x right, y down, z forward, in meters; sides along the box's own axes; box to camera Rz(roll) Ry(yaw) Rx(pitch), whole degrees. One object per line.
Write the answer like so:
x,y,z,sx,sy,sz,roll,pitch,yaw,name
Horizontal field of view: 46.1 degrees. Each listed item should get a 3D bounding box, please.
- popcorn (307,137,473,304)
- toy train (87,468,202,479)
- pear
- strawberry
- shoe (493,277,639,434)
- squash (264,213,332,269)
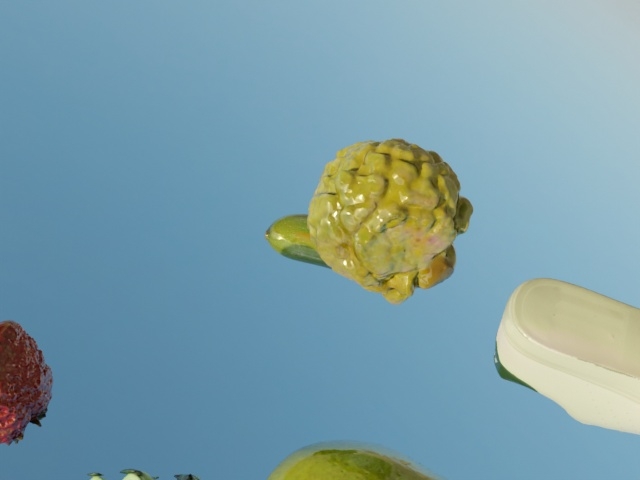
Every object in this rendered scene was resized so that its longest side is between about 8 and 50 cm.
0.098,-0.038,1.121,0.259,0.259,0.212,17,-142,-30,popcorn
-0.306,0.488,1.265,0.159,0.271,0.188,23,-122,-46,toy train
0.123,0.406,0.949,0.238,0.317,0.343,-45,-57,-37,pear
-0.401,0.179,0.938,0.131,0.148,0.131,-8,-145,6,strawberry
0.270,0.120,0.631,0.264,0.110,0.095,26,-123,8,shoe
0.000,0.000,1.272,0.187,0.095,0.095,14,-144,-12,squash
